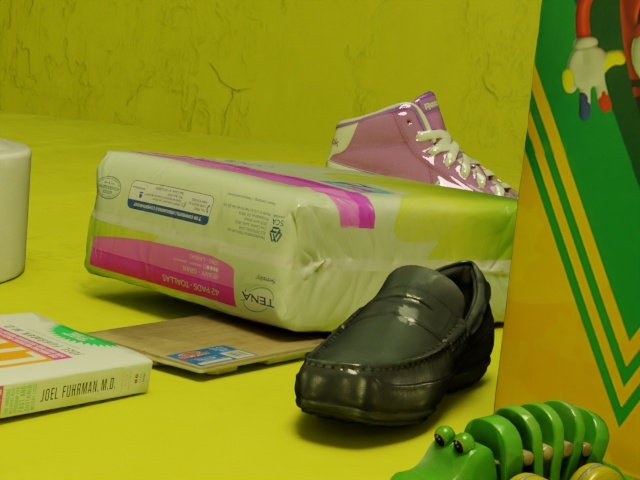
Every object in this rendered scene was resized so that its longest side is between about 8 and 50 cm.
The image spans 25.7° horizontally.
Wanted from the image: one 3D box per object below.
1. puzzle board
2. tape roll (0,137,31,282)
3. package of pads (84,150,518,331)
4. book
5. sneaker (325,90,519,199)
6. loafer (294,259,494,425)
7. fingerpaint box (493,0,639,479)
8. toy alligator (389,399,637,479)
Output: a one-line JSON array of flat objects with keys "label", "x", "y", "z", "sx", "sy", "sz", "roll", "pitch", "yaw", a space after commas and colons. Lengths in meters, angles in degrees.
[{"label": "puzzle board", "x": -0.068, "y": 0.065, "z": 0.876, "sx": 0.096, "sy": 0.011, "sz": 0.128, "roll": 12, "pitch": 11, "yaw": 36}, {"label": "tape roll", "x": -0.365, "y": -0.034, "z": 1.073, "sx": 0.286, "sy": 0.100, "sz": 0.286, "roll": 4, "pitch": 8, "yaw": -1}, {"label": "package of pads", "x": 0.000, "y": 0.000, "z": 1.047, "sx": 0.229, "sy": 0.101, "sz": 0.296, "roll": 13, "pitch": 7, "yaw": 44}, {"label": "book", "x": -0.172, "y": 0.068, "z": 0.731, "sx": 0.096, "sy": 0.035, "sz": 0.144, "roll": 15, "pitch": 11, "yaw": 33}, {"label": "sneaker", "x": 0.141, "y": -0.068, "z": 1.433, "sx": 0.282, "sy": 0.161, "sz": 0.102, "roll": 8, "pitch": 7, "yaw": 11}, {"label": "loafer", "x": 0.045, "y": 0.053, "z": 0.786, "sx": 0.076, "sy": 0.078, "sz": 0.223, "roll": 8, "pitch": 8, "yaw": 22}, {"label": "fingerpaint box", "x": 0.300, "y": -0.075, "z": 0.811, "sx": 0.163, "sy": 0.371, "sz": 0.445, "roll": 12, "pitch": 11, "yaw": 41}, {"label": "toy alligator", "x": 0.068, "y": 0.096, "z": 0.589, "sx": 0.189, "sy": 0.051, "sz": 0.056, "roll": 0, "pitch": 9, "yaw": -35}]
